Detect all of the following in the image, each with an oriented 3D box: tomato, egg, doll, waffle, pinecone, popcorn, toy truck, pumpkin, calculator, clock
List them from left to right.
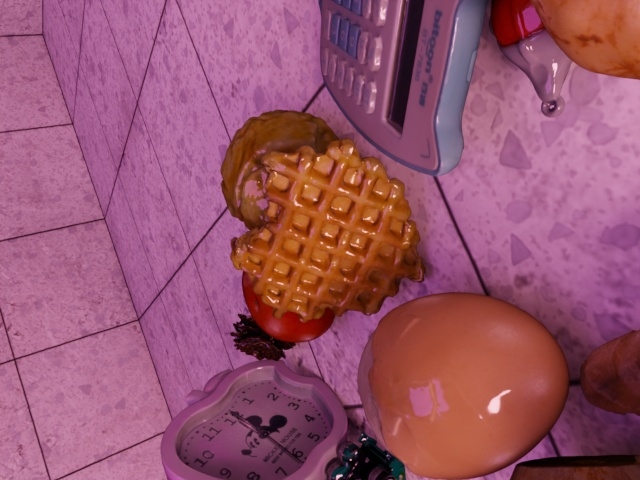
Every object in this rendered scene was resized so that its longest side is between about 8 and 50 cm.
[{"bbox_3d":[-0.120,0.370,0.990,0.338,0.338,0.102,31,131,48],"label":"clock"},{"bbox_3d":[-0.112,0.183,1.088,0.140,0.140,0.121,-36,41,57],"label":"pinecone"},{"bbox_3d":[-0.051,-0.097,0.808,0.204,0.183,0.221,-48,56,20],"label":"popcorn"},{"bbox_3d":[-0.058,0.088,0.940,0.195,0.136,0.195,30,128,47],"label":"tomato"},{"bbox_3d":[0.000,0.001,0.711,0.051,0.291,0.291,-84,0,-58],"label":"waffle"},{"bbox_3d":[0.067,0.445,0.880,0.110,0.116,0.216,19,77,53],"label":"toy truck"},{"bbox_3d":[0.071,-0.245,0.608,0.386,0.054,0.256,-126,33,-50],"label":"calculator"},{"bbox_3d":[0.152,0.155,0.587,0.244,0.201,0.201,-29,79,46],"label":"egg"},{"bbox_3d":[0.190,-0.222,0.466,0.102,0.075,0.227,-10,92,59],"label":"doll"},{"bbox_3d":[0.243,0.255,0.505,0.217,0.217,0.110,120,150,-50],"label":"pumpkin"}]

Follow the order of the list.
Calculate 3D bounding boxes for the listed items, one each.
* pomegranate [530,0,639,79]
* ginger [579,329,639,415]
[{"bbox_3d":[0.216,-0.204,0.309,0.215,0.215,0.215,31,129,48],"label":"pomegranate"},{"bbox_3d":[0.319,0.058,0.400,0.148,0.081,0.334,-117,31,-46],"label":"ginger"}]
